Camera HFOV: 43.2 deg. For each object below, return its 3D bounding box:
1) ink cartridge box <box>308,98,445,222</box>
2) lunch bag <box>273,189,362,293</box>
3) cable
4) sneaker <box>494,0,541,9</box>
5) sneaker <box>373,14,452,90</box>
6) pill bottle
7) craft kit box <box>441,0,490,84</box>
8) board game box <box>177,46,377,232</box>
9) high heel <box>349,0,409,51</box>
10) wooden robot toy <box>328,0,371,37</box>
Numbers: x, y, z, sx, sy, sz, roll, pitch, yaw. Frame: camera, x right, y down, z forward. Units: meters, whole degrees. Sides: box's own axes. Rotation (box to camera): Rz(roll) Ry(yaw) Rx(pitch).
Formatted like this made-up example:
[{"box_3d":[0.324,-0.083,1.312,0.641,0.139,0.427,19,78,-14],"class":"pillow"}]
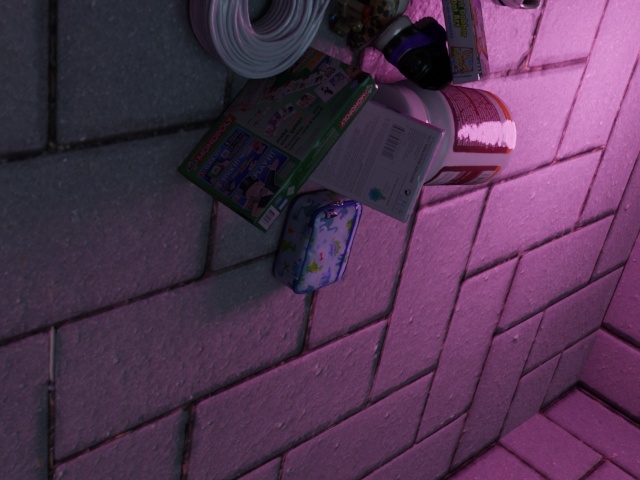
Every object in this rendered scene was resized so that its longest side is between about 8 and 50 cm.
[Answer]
[{"box_3d":[0.058,-0.181,1.533,0.065,0.311,0.186,-43,156,-71],"class":"ink cartridge box"},{"box_3d":[0.000,0.000,1.756,0.176,0.090,0.219,-13,128,-48],"class":"lunch bag"},{"box_3d":[-0.096,-0.398,1.327,0.257,0.089,0.257,1,117,-49],"class":"cable"},{"box_3d":[0.410,-0.580,1.783,0.235,0.095,0.090,14,107,-52],"class":"sneaker"},{"box_3d":[0.209,-0.360,1.609,0.102,0.146,0.293,-44,173,27],"class":"sneaker"},{"box_3d":[0.232,-0.227,1.733,0.392,0.224,0.224,-5,121,-49],"class":"pill bottle"},{"box_3d":[0.285,-0.442,1.603,0.250,0.061,0.246,-43,122,-68],"class":"craft kit box"},{"box_3d":[-0.077,-0.192,1.401,0.317,0.213,0.046,-52,145,-6],"class":"board game box"},{"box_3d":[0.089,-0.492,1.513,0.261,0.186,0.093,-43,-173,38],"class":"high heel"},{"box_3d":[0.065,-0.436,1.461,0.079,0.076,0.173,-63,174,-15],"class":"wooden robot toy"}]
